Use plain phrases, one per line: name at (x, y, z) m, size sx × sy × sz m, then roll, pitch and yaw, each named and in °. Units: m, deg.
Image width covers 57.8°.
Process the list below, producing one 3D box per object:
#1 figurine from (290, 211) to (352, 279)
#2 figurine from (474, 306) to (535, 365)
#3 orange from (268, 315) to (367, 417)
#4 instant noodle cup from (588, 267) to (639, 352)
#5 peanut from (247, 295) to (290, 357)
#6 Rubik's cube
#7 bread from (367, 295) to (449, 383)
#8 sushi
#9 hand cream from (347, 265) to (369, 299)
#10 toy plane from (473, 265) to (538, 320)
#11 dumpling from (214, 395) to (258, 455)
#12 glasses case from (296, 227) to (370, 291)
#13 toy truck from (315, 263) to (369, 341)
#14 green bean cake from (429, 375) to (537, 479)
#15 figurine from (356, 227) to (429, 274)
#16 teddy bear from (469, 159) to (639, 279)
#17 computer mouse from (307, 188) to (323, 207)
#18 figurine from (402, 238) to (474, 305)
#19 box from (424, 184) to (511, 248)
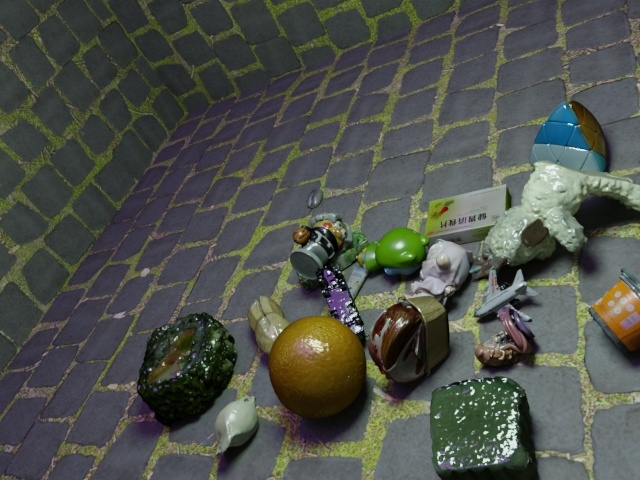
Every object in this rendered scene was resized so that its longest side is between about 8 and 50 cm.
figurine at (0.000, 0.000, 1.915) m, size 0.133 × 0.176 × 0.236 m, roll -11°, pitch 29°, yaw 44°
figurine at (0.458, 0.252, 1.421) m, size 0.157 × 0.114 × 0.126 m, roll -61°, pitch -1°, yaw 10°
orange at (-0.009, 0.339, 1.552) m, size 0.274 × 0.274 × 0.274 m, roll -23°, pitch 36°, yaw 17°
instant noodle cup at (0.682, 0.167, 1.281) m, size 0.125 × 0.178 × 0.208 m, roll -42°, pitch 0°, yaw 16°
peanut at (-0.163, 0.281, 1.880) m, size 0.130 × 0.130 × 0.290 m, roll -37°, pitch 32°, yaw -4°
Rubik's cube at (0.768, -0.308, 1.804) m, size 0.254 × 0.254 × 0.254 m, roll -23°, pitch 36°, yaw 17°
bread at (0.230, 0.259, 1.484) m, size 0.211 × 0.224 × 0.142 m, roll -23°, pitch 31°, yaw -23°
sushi at (-0.431, 0.403, 1.908) m, size 0.294 × 0.178 × 0.352 m, roll -22°, pitch 33°, yaw 14°
hand cream at (0.106, 0.152, 1.883) m, size 0.065 × 0.043 × 0.171 m, roll 9°, pitch 49°, yaw 28°
toy plane at (0.476, 0.154, 1.524) m, size 0.171 × 0.065 × 0.162 m, roll -41°, pitch 71°, yaw 31°
dumpling at (-0.248, 0.537, 1.668) m, size 0.111 × 0.181 × 0.155 m, roll 50°, pitch 120°, yaw 22°
glasses case at (0.048, 0.069, 2.016) m, size 0.272 × 0.062 × 0.095 m, roll -33°, pitch 36°, yaw 3°
toy truck at (0.063, 0.196, 1.755) m, size 0.088 × 0.121 × 0.259 m, roll -23°, pitch 56°, yaw 2°
green bean cake at (0.354, 0.416, 1.266) m, size 0.222 × 0.125 × 0.227 m, roll -18°, pitch 42°, yaw 25°
figurine at (0.224, 0.041, 1.841) m, size 0.162 × 0.143 × 0.263 m, roll -38°, pitch 18°, yaw -35°
teddy bear at (0.644, -0.027, 1.583) m, size 0.375 × 0.362 × 0.327 m, roll 12°, pitch 17°, yaw -4°
computer mouse at (-0.025, -0.178, 2.399) m, size 0.066 × 0.039 × 0.096 m, roll -7°, pitch 43°, yaw 35°
figurine at (0.337, 0.114, 1.654) m, size 0.133 × 0.200 × 0.276 m, roll 31°, pitch 65°, yaw 9°
box at (0.466, -0.074, 1.835) m, size 0.260 × 0.062 × 0.175 m, roll -11°, pitch 40°, yaw 29°
